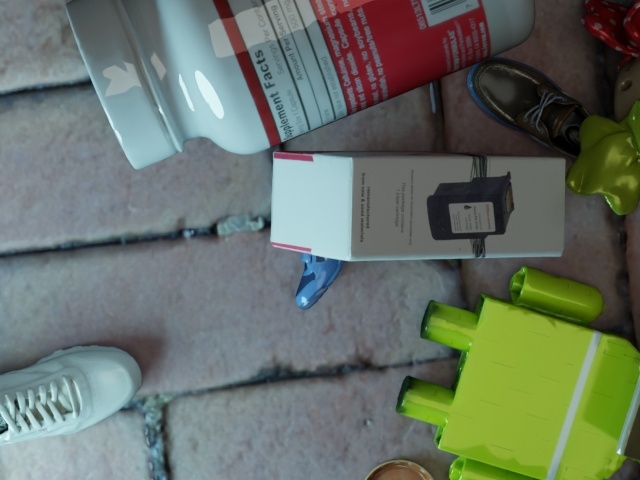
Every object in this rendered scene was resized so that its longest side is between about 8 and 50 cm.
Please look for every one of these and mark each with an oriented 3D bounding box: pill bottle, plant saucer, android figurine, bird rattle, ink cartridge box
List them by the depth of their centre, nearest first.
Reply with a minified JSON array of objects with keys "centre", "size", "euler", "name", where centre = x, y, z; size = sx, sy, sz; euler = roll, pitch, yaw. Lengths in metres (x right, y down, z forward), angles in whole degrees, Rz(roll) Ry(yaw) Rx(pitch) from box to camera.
[{"centre":[-0.022,-0.221,1.656],"size":[0.408,0.229,0.229],"euler":[-22,97,-2],"name":"pill bottle"},{"centre":[0.094,-0.036,1.679],"size":[0.237,0.172,0.100],"euler":[-1,95,-27],"name":"ink cartridge box"},{"centre":[0.325,-0.123,1.734],"size":[0.143,0.253,0.207],"euler":[-21,135,25],"name":"bird rattle"},{"centre":[0.224,0.158,1.804],"size":[0.273,0.056,0.248],"euler":[15,94,-6],"name":"android figurine"},{"centre":[0.082,0.270,1.825],"size":[0.083,0.013,0.083],"euler":[0,96,-4],"name":"plant saucer"}]

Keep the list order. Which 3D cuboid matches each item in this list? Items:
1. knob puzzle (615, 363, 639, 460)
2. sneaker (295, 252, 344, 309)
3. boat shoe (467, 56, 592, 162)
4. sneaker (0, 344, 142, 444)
[{"centre":[0.364,0.134,1.774],"size":[0.030,0.213,0.213],"euler":[19,96,38],"name":"knob puzzle"},{"centre":[0.000,0.000,1.771],"size":[0.059,0.053,0.144],"euler":[24,85,-11],"name":"sneaker"},{"centre":[0.235,-0.130,1.768],"size":[0.183,0.066,0.066],"euler":[29,93,-7],"name":"boat shoe"},{"centre":[-0.293,0.168,1.744],"size":[0.235,0.095,0.090],"euler":[-15,95,-4],"name":"sneaker"}]
